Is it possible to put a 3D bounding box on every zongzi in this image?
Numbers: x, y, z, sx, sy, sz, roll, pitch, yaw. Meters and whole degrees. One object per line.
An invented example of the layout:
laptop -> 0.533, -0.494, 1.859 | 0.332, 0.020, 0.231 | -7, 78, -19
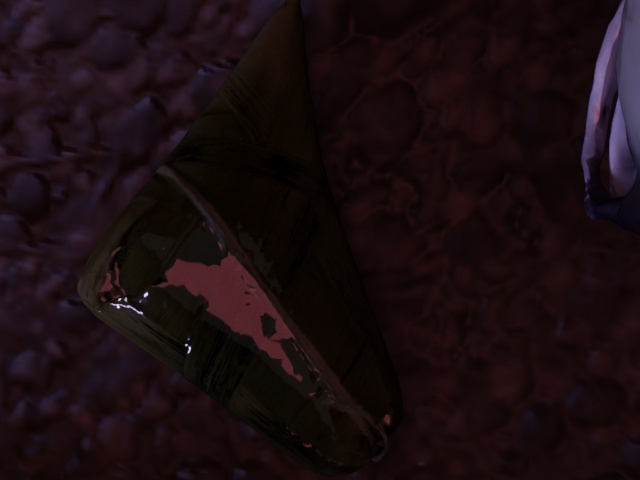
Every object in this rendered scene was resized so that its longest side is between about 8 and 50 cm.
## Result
zongzi -> 0.000, 0.000, 0.499 | 0.104, 0.052, 0.113 | 36, 82, -1

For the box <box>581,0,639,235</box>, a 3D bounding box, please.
box -> 0.248, -0.052, 0.368 | 0.369, 0.112, 0.190 | 14, 95, -11
